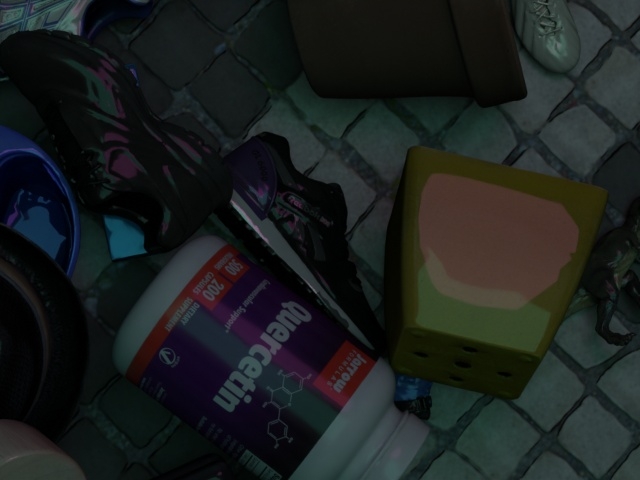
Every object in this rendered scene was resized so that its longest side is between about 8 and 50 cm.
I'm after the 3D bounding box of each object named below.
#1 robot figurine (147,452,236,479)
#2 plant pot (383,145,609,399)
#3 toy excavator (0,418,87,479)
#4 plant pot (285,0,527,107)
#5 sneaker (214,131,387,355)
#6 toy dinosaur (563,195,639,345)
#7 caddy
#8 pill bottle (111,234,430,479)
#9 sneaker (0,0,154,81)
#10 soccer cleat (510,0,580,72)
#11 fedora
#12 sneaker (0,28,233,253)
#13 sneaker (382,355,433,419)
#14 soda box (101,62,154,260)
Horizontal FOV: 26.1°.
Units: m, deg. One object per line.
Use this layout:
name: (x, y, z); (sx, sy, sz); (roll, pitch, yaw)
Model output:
robot figurine: (-0.090, 0.365, 1.433); (0.174, 0.209, 0.278); (-21, 93, 29)
plant pot: (0.167, 0.049, 1.469); (0.212, 0.212, 0.187); (13, 66, 2)
toy excavator: (-0.275, 0.436, 1.310); (0.433, 0.222, 0.445); (-56, 134, -9)
plant pot: (0.087, -0.258, 1.516); (0.229, 0.263, 0.263); (-13, 88, 9)
sneaker: (0.000, 0.000, 1.546); (0.124, 0.107, 0.283); (-41, 92, -14)
toy dinosaur: (0.337, 0.058, 1.603); (0.268, 0.064, 0.118); (-43, 74, -5)
caddy: (-0.388, 0.043, 1.454); (0.241, 0.179, 0.341); (16, 84, -7)
pill bottle: (-0.049, 0.150, 1.462); (0.323, 0.181, 0.181); (36, 83, 4)
sneaker: (-0.317, -0.224, 1.503); (0.296, 0.112, 0.131); (-39, 80, -7)
soccer cleat: (0.252, -0.288, 1.606); (0.068, 0.076, 0.196); (-21, 90, -8)
fedora: (-0.377, 0.142, 1.306); (0.334, 0.152, 0.334); (-3, 107, -10)
sneaker: (-0.226, -0.103, 1.429); (0.286, 0.109, 0.130); (39, 58, -6)
sneaker: (0.119, 0.158, 1.569); (0.152, 0.058, 0.084); (-24, 84, -4)
soda box: (-0.219, -0.085, 1.538); (0.071, 0.067, 0.210); (-12, 88, -8)
